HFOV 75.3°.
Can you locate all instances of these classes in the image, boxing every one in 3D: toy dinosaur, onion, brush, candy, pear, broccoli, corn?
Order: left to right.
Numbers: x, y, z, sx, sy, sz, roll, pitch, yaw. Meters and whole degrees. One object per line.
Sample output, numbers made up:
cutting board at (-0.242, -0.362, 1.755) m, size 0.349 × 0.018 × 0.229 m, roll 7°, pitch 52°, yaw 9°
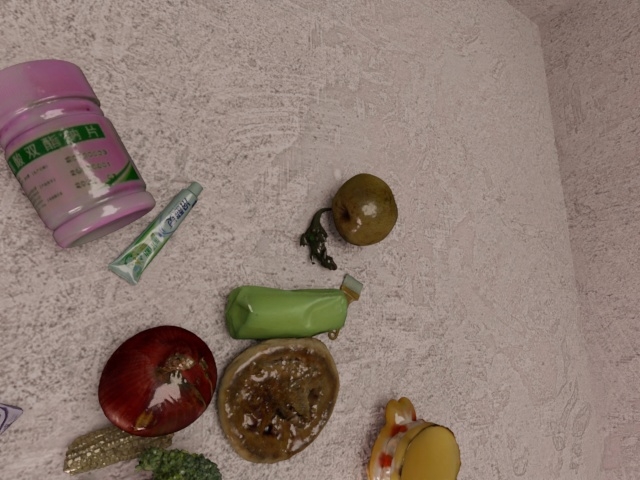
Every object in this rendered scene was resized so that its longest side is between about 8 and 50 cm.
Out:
corn at (-0.417, 0.422, 0.871) m, size 0.211 × 0.087 × 0.087 m, roll -3°, pitch 81°, yaw -30°
broccoli at (-0.327, 0.573, 0.825) m, size 0.249 × 0.302 × 0.375 m, roll 1°, pitch 107°, yaw -56°
onion at (-0.339, 0.289, 0.889) m, size 0.248 × 0.248 × 0.161 m, roll -16°, pitch 130°, yaw -37°
candy at (-0.086, 0.194, 1.123) m, size 0.344 × 0.132 × 0.142 m, roll 5°, pitch 64°, yaw -35°
toy dinosaur at (0.000, 0.000, 1.301) m, size 0.179 × 0.087 × 0.187 m, roll -55°, pitch 135°, yaw -70°
brush at (0.074, 0.214, 1.308) m, size 0.082 × 0.010 × 0.218 m, roll 37°, pitch 62°, yaw -24°
pear at (0.135, -0.097, 1.307) m, size 0.211 × 0.188 × 0.228 m, roll -16°, pitch 90°, yaw -53°

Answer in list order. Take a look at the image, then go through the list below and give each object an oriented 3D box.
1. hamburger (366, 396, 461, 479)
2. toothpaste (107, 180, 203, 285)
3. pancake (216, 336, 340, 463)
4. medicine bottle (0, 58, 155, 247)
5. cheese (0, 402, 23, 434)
hamburger at (0.262, 0.640, 1.233) m, size 0.261 × 0.186 × 0.302 m, roll -7°, pitch 93°, yaw -35°
toothpaste at (-0.389, -0.030, 1.016) m, size 0.075 × 0.048 × 0.297 m, roll 43°, pitch 62°, yaw -23°
pancake at (-0.094, 0.415, 1.089) m, size 0.356 × 0.065 × 0.356 m, roll -3°, pitch 96°, yaw -33°
medicine bottle at (-0.512, -0.170, 0.855) m, size 0.212 × 0.212 × 0.325 m, roll -31°, pitch 98°, yaw -36°
cheese at (-0.635, 0.387, 0.743) m, size 0.105 × 0.042 × 0.190 m, roll 30°, pitch 61°, yaw -29°
